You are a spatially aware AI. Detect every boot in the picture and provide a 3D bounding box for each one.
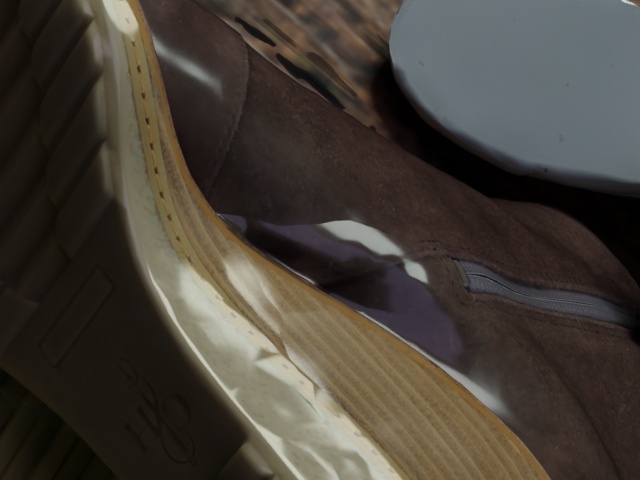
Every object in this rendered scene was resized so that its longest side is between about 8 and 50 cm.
[{"bbox_3d":[0.000,0.000,0.521,0.207,0.090,0.248,-4,57,-56],"label":"boot"}]

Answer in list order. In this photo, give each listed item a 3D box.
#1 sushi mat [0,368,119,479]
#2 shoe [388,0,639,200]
[{"bbox_3d":[-0.095,0.152,0.412,0.151,0.019,0.316,34,51,-7],"label":"sushi mat"},{"bbox_3d":[0.110,-0.034,0.617,0.178,0.081,0.063,15,83,12],"label":"shoe"}]
